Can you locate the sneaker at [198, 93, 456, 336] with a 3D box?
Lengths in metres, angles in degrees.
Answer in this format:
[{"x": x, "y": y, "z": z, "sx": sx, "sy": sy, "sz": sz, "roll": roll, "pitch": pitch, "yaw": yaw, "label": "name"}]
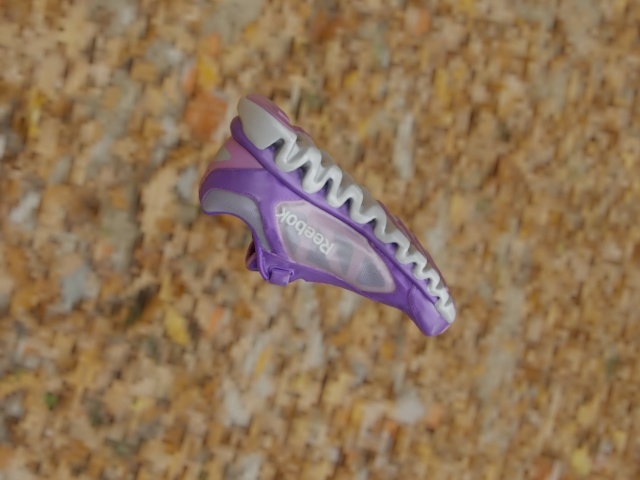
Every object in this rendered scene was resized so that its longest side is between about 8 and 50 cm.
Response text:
[{"x": 0.000, "y": 0.000, "z": 1.356, "sx": 0.104, "sy": 0.236, "sz": 0.095, "roll": -47, "pitch": -164, "yaw": 5, "label": "sneaker"}]
